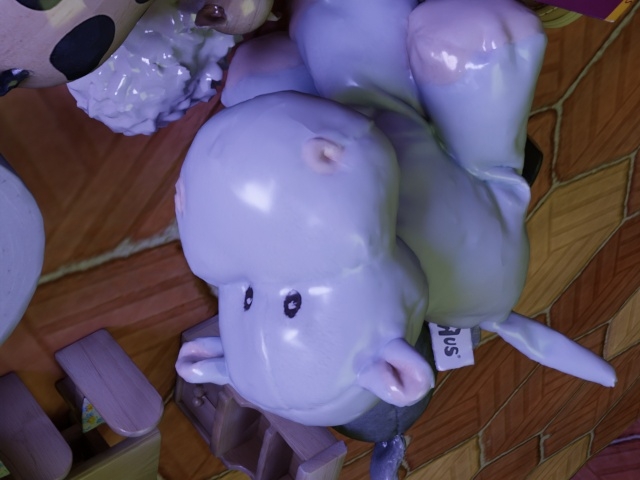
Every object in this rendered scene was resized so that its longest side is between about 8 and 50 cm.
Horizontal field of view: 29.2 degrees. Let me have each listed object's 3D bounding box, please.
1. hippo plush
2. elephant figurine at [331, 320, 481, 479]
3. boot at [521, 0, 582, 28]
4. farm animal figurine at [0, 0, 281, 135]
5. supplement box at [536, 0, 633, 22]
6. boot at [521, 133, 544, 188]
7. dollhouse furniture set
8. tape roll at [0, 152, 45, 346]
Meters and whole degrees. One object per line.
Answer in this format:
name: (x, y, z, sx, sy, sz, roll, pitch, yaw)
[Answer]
hippo plush: (0.000, 0.000, 0.707, 0.236, 0.234, 0.294, -37, 121, -46)
elephant figurine: (0.036, 0.044, 0.934, 0.169, 0.186, 0.239, -55, 171, -28)
boot: (0.150, -0.258, 0.764, 0.203, 0.095, 0.262, -8, 134, -50)
farm animal figurine: (-0.062, -0.188, 0.487, 0.327, 0.172, 0.330, -51, 152, 14)
supplement box: (0.116, -0.195, 0.662, 0.188, 0.081, 0.104, 5, 141, -38)
boot: (0.146, -0.028, 1.124, 0.198, 0.077, 0.137, -45, 161, 31)
dollhouse furniture set: (-0.127, 0.186, 0.933, 0.242, 0.161, 0.212, -27, 148, -31)
tape roll: (-0.253, 0.020, 0.626, 0.219, 0.072, 0.219, -33, 150, -22)
